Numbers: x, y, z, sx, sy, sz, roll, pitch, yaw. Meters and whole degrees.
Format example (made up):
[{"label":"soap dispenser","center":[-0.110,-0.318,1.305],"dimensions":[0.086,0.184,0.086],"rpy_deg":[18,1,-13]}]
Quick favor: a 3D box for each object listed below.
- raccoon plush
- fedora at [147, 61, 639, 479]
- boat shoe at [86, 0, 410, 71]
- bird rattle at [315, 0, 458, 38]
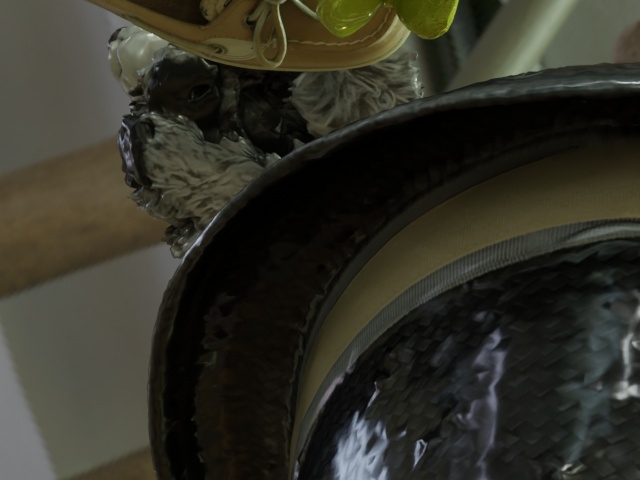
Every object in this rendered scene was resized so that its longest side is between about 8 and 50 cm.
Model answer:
[{"label":"raccoon plush","center":[0.000,0.000,1.277],"dimensions":[0.446,0.216,0.299],"rpy_deg":[57,-7,3]},{"label":"fedora","center":[0.082,0.125,0.431],"dimensions":[0.334,0.152,0.334],"rpy_deg":[10,-48,12]},{"label":"boat shoe","center":[-0.081,-0.155,0.939],"dimensions":[0.285,0.089,0.104],"rpy_deg":[12,-82,-8]},{"label":"bird rattle","center":[-0.009,-0.231,0.866],"dimensions":[0.207,0.253,0.143],"rpy_deg":[-9,-24,9]}]
